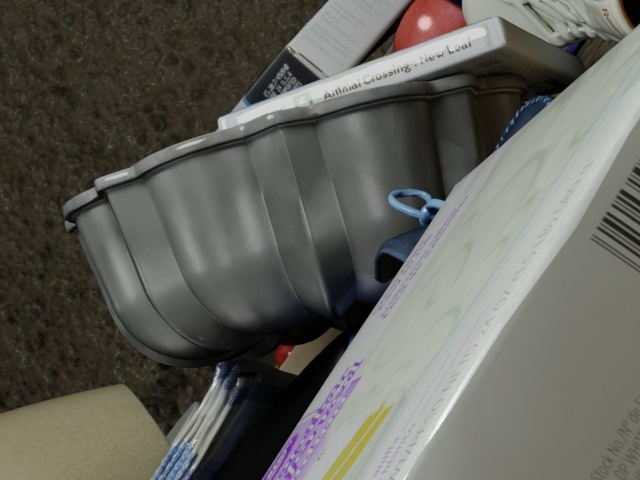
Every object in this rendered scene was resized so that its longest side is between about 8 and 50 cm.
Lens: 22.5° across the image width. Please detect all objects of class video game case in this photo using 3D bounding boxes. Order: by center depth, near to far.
[{"bbox_3d":[0.061,-0.094,1.069,0.193,0.023,0.212,-18,-7,21],"label":"video game case"}]

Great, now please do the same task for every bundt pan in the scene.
[{"bbox_3d":[0.000,0.000,1.078,0.331,0.124,0.331,-14,-7,-2],"label":"bundt pan"}]

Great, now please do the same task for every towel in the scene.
[{"bbox_3d":[-0.097,0.222,1.271,0.285,0.034,0.209,-58,-24,3],"label":"towel"}]

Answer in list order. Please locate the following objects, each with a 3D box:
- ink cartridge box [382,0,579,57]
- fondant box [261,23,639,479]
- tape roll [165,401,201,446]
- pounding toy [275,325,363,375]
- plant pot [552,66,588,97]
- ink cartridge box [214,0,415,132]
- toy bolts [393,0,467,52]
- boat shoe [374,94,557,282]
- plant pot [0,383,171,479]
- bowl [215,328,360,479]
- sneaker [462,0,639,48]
[{"bbox_3d":[0.150,-0.183,1.673,0.270,0.151,0.395,-54,2,3],"label":"ink cartridge box"},{"bbox_3d":[0.075,0.054,0.629,0.238,0.096,0.330,-56,2,-17],"label":"fondant box"},{"bbox_3d":[-0.176,0.316,1.753,0.286,0.100,0.286,-55,2,3],"label":"tape roll"},{"bbox_3d":[0.000,0.092,1.426,0.130,0.100,0.141,-54,2,9],"label":"pounding toy"},{"bbox_3d":[0.156,-0.097,1.216,0.081,0.083,0.081,-52,5,48],"label":"plant pot"},{"bbox_3d":[0.023,-0.191,1.500,0.307,0.072,0.303,-52,4,-30],"label":"ink cartridge box"},{"bbox_3d":[0.135,-0.076,1.368,0.218,0.158,0.228,3,-59,-44],"label":"toy bolts"},{"bbox_3d":[0.071,0.023,0.869,0.258,0.089,0.109,-64,11,-22],"label":"boat shoe"},{"bbox_3d":[-0.243,0.243,1.309,0.274,0.256,0.256,-32,-4,-15],"label":"plant pot"},{"bbox_3d":[-0.056,0.223,1.035,0.391,0.077,0.391,-54,2,3],"label":"bowl"},{"bbox_3d":[0.182,-0.175,1.074,0.290,0.106,0.123,-26,31,53],"label":"sneaker"}]
